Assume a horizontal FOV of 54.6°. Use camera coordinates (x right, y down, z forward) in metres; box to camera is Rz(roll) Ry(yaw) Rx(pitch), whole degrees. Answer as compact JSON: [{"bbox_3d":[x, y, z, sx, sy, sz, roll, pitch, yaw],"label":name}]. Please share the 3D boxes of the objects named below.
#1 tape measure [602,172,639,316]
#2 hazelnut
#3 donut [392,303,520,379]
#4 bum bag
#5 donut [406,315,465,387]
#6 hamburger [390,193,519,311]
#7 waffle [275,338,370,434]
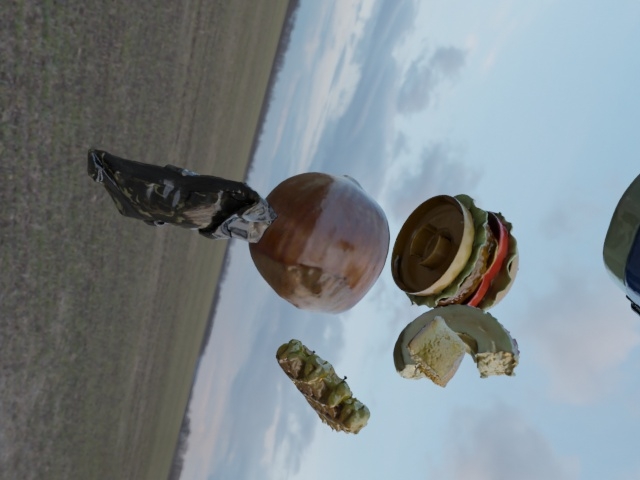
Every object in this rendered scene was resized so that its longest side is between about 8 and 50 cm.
[{"bbox_3d":[0.403,-0.063,0.581,0.098,0.216,0.351,-120,-154,-56],"label":"tape measure"},{"bbox_3d":[0.000,0.000,0.911,0.176,0.215,0.214,20,-84,58],"label":"hazelnut"},{"bbox_3d":[0.183,0.145,0.862,0.108,0.166,0.065,-89,170,-50],"label":"donut"},{"bbox_3d":[-0.175,-0.051,0.786,0.102,0.248,0.069,88,19,-67],"label":"bum bag"},{"bbox_3d":[0.097,0.103,0.526,0.067,0.038,0.083,-35,148,-41],"label":"donut"},{"bbox_3d":[0.307,0.044,1.364,0.274,0.212,0.274,-45,-148,38],"label":"hamburger"},{"bbox_3d":[0.009,0.193,0.764,0.046,0.161,0.192,-40,147,-16],"label":"waffle"}]
